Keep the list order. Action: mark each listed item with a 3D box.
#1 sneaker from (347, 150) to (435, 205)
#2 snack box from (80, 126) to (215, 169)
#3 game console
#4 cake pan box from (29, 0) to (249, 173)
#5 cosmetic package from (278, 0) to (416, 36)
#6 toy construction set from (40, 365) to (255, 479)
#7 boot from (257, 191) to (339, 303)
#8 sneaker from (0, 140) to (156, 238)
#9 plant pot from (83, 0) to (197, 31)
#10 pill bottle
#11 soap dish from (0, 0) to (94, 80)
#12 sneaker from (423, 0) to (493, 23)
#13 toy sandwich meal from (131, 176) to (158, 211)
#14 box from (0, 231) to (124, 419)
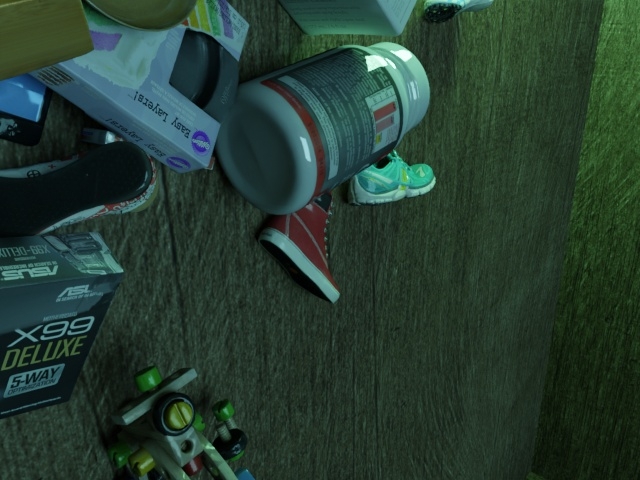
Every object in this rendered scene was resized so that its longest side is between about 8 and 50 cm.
[{"bbox_3d":[0.162,-0.144,1.277,0.275,0.107,0.110,-16,106,-47],"label":"sneaker"},{"bbox_3d":[-0.236,-0.127,0.819,0.178,0.064,0.022,7,95,-52],"label":"snack box"},{"bbox_3d":[-0.342,-0.183,0.652,0.124,0.085,0.144,14,93,-52],"label":"game console"},{"bbox_3d":[-0.216,-0.250,0.743,0.267,0.070,0.246,37,60,-48],"label":"cake pan box"},{"bbox_3d":[-0.017,-0.477,0.839,0.385,0.217,0.156,34,77,-49],"label":"cosmetic package"},{"bbox_3d":[-0.272,0.309,0.863,0.308,0.257,0.237,-27,107,-16],"label":"toy construction set"},{"bbox_3d":[0.000,0.000,1.142,0.176,0.088,0.244,-57,136,-21],"label":"boot"},{"bbox_3d":[-0.331,-0.048,0.709,0.269,0.145,0.090,-18,94,-10],"label":"sneaker"},{"bbox_3d":[-0.227,-0.347,0.647,0.236,0.032,0.237,15,72,-55],"label":"plant pot"},{"bbox_3d":[0.017,-0.205,0.982,0.363,0.210,0.210,-34,128,-38],"label":"pill bottle"},{"bbox_3d":[-0.358,-0.267,0.483,0.229,0.118,0.291,-34,97,-36],"label":"soap dish"},{"bbox_3d":[0.305,-0.552,1.324,0.237,0.085,0.086,-29,98,-38],"label":"sneaker"},{"bbox_3d":[-0.268,-0.078,0.829,0.085,0.029,0.086,-21,117,-50],"label":"toy sandwich meal"},{"bbox_3d":[-0.395,0.111,0.622,0.307,0.076,0.242,-6,137,-50],"label":"box"}]
